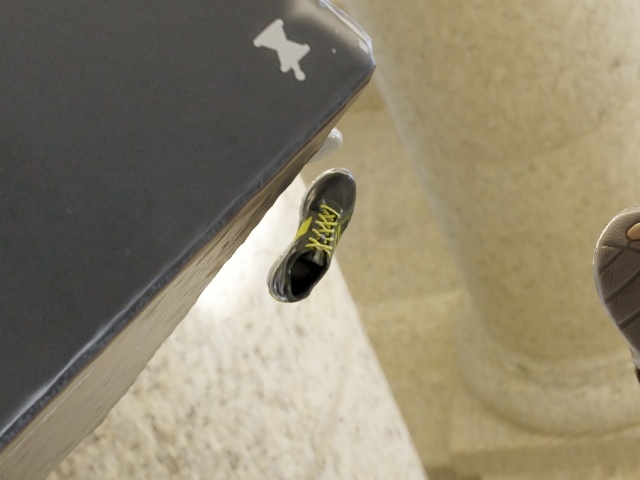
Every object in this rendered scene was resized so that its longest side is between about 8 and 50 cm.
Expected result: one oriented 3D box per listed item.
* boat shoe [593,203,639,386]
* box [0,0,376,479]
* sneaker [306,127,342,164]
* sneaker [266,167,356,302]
[{"bbox_3d":[0.316,0.114,1.345,0.123,0.324,0.116,-21,-173,9],"label":"boat shoe"},{"bbox_3d":[-0.288,0.065,0.805,0.480,0.297,0.472,-47,-179,-36],"label":"box"},{"bbox_3d":[-0.046,-0.112,1.485,0.061,0.158,0.065,-33,-117,27],"label":"sneaker"},{"bbox_3d":[0.000,0.000,0.931,0.083,0.031,0.035,-65,-162,3],"label":"sneaker"}]
